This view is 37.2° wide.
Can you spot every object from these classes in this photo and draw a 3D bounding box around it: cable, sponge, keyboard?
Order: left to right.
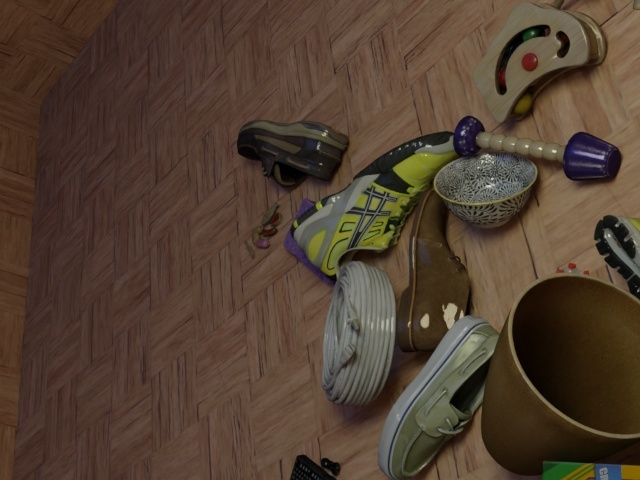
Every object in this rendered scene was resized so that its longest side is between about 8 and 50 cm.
[{"bbox_3d":[0.000,0.000,1.976,0.210,0.031,0.117,38,105,53],"label":"sponge"},{"bbox_3d":[0.000,0.451,1.752,0.180,0.023,0.108,22,91,54],"label":"keyboard"},{"bbox_3d":[0.064,0.163,1.677,0.257,0.089,0.257,105,169,-45],"label":"cable"}]

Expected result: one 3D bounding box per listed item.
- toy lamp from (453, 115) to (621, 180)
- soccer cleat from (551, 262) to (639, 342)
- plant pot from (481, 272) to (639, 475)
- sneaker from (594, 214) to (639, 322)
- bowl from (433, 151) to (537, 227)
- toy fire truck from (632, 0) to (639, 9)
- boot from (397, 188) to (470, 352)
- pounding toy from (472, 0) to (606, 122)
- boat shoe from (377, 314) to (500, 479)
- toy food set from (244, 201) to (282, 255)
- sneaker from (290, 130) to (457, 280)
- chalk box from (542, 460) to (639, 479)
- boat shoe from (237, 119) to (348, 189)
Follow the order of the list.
[{"bbox_3d":[0.344,-0.148,1.517,0.275,0.080,0.080,19,89,41],"label":"toy lamp"},{"bbox_3d":[0.407,0.103,1.356,0.196,0.068,0.076,37,138,44],"label":"soccer cleat"},{"bbox_3d":[0.317,0.213,1.278,0.254,0.237,0.237,110,156,-49],"label":"plant pot"},{"bbox_3d":[0.462,0.047,1.285,0.081,0.094,0.208,-53,51,48],"label":"sneaker"},{"bbox_3d":[0.277,-0.073,1.575,0.170,0.170,0.080,43,152,53],"label":"bowl"},{"bbox_3d":[0.542,-0.272,1.302,0.217,0.158,0.246,-65,23,6],"label":"toy fire truck"},{"bbox_3d":[0.209,0.050,1.641,0.115,0.112,0.305,-2,63,21],"label":"boot"},{"bbox_3d":[0.392,-0.316,1.580,0.154,0.155,0.269,46,124,22],"label":"pounding toy"},{"bbox_3d":[0.194,0.262,1.516,0.094,0.109,0.302,37,100,52],"label":"boat shoe"},{"bbox_3d":[-0.122,-0.021,2.165,0.122,0.019,0.078,-49,39,14],"label":"toy food set"},{"bbox_3d":[0.123,-0.067,1.789,0.385,0.145,0.147,-37,80,30],"label":"sneaker"},{"bbox_3d":[0.411,0.353,1.084,0.289,0.180,0.179,-17,60,56],"label":"chalk box"},{"bbox_3d":[-0.086,-0.188,2.102,0.355,0.132,0.130,5,77,55],"label":"boat shoe"}]
